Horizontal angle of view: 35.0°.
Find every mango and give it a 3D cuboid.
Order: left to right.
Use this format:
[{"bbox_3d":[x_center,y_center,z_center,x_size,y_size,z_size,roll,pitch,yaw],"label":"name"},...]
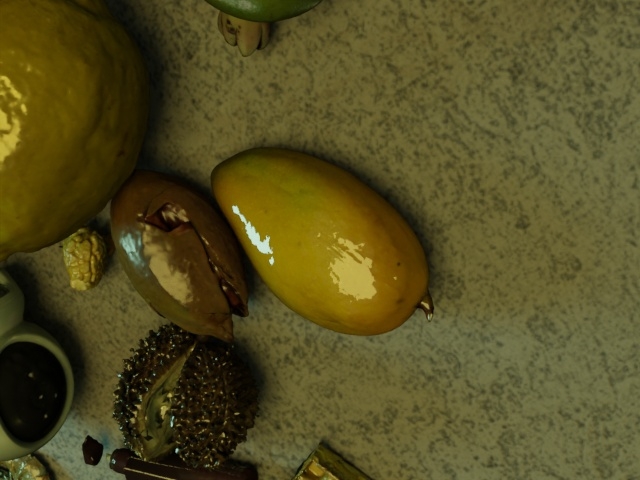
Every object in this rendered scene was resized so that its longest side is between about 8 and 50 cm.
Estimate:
[{"bbox_3d":[0.000,0.000,1.181,0.317,0.119,0.176,40,116,12],"label":"mango"}]

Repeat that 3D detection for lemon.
[{"bbox_3d":[-0.333,-0.137,1.149,0.286,0.285,0.316,-2,102,18],"label":"lemon"}]

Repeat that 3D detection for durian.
[{"bbox_3d":[-0.165,0.187,1.266,0.196,0.167,0.196,-1,83,7],"label":"durian"}]

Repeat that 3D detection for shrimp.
[{"bbox_3d":[-0.467,0.340,1.465,0.180,0.041,0.099,14,109,13],"label":"shrimp"}]

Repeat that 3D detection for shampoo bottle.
[{"bbox_3d":[-0.205,0.310,1.360,0.237,0.067,0.068,9,118,14],"label":"shampoo bottle"}]

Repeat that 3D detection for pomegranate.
[{"bbox_3d":[-0.059,-0.295,1.081,0.179,0.179,0.210,-5,125,18],"label":"pomegranate"}]

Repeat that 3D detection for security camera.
[{"bbox_3d":[-0.435,0.176,1.325,0.195,0.194,0.236,-26,97,22],"label":"security camera"}]

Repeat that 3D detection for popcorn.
[{"bbox_3d":[-0.290,0.017,1.300,0.084,0.084,0.084,5,108,16],"label":"popcorn"}]

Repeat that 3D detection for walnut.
[{"bbox_3d":[-0.171,0.017,1.230,0.137,0.137,0.245,-29,93,23],"label":"walnut"}]

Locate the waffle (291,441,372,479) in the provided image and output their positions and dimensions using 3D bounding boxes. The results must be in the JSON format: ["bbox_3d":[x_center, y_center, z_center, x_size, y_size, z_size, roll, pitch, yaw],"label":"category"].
[{"bbox_3d":[0.034,0.387,1.317,0.211,0.055,0.160,38,113,2],"label":"waffle"}]
